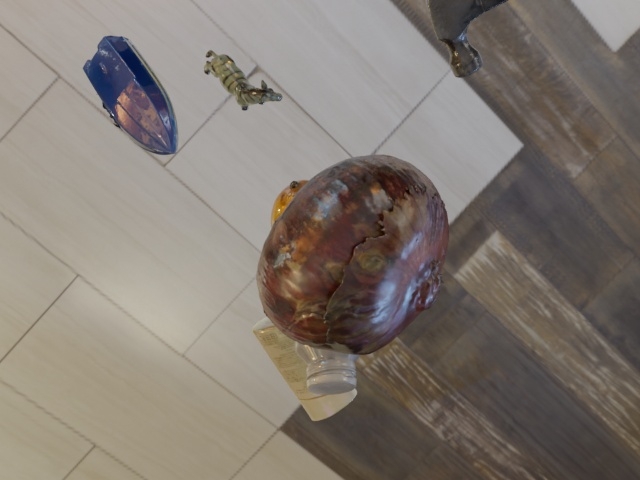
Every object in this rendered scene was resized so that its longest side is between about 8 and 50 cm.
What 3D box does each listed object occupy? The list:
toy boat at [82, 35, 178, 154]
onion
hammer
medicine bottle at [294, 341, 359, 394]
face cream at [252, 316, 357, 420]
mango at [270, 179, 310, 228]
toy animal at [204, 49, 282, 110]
[{"bbox_3d":[-0.362,-0.273,1.319,0.129,0.088,0.295,-47,65,20],"label":"toy boat"},{"bbox_3d":[0.046,0.019,0.739,0.190,0.246,0.246,33,97,23],"label":"onion"},{"bbox_3d":[0.234,-0.277,0.616,0.290,0.037,0.137,-24,118,16],"label":"hammer"},{"bbox_3d":[0.016,0.178,1.266,0.135,0.135,0.215,3,60,-11],"label":"medicine bottle"},{"bbox_3d":[-0.034,0.347,1.828,0.173,0.081,0.348,-23,111,22],"label":"face cream"},{"bbox_3d":[0.003,-0.002,1.471,0.187,0.144,0.359,-49,140,-11],"label":"mango"},{"bbox_3d":[-0.185,-0.360,1.497,0.217,0.176,0.073,44,83,3],"label":"toy animal"}]
